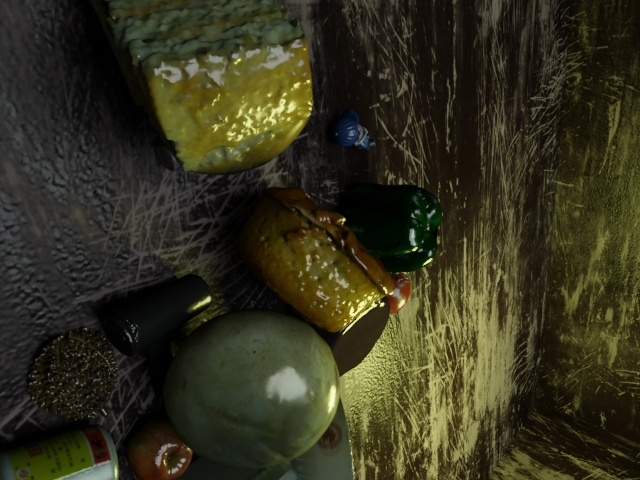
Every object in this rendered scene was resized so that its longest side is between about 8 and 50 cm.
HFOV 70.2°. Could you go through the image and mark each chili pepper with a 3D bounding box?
[{"bbox_3d":[0.187,-0.038,1.227,0.233,0.257,0.248,7,88,-44],"label":"chili pepper"}]

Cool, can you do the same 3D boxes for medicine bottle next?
[{"bbox_3d":[-0.464,0.401,0.744,0.225,0.139,0.139,-3,104,-46],"label":"medicine bottle"},{"bbox_3d":[-0.221,-0.204,0.889,0.199,0.058,0.057,-41,128,-32],"label":"medicine bottle"}]

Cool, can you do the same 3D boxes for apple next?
[{"bbox_3d":[-0.326,0.429,0.928,0.126,0.102,0.126,-10,103,-48],"label":"apple"}]

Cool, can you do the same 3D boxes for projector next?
[{"bbox_3d":[-0.206,0.569,1.024,0.250,0.198,0.108,-22,117,-40],"label":"projector"}]

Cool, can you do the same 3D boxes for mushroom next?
[{"bbox_3d":[-0.129,0.288,0.901,0.260,0.352,0.352,-95,166,-55],"label":"mushroom"}]

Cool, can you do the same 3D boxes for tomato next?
[{"bbox_3d":[0.186,0.142,1.361,0.167,0.167,0.167,-16,113,-43],"label":"tomato"}]

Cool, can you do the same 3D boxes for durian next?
[{"bbox_3d":[-0.410,0.250,0.794,0.148,0.091,0.188,-38,128,-36],"label":"durian"}]

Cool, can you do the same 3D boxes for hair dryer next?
[{"bbox_3d":[-0.312,0.204,0.894,0.197,0.089,0.251,-33,139,-51],"label":"hair dryer"}]

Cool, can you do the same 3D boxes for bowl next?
[{"bbox_3d":[-0.035,0.552,1.177,0.158,0.337,0.337,-1,104,-14],"label":"bowl"}]

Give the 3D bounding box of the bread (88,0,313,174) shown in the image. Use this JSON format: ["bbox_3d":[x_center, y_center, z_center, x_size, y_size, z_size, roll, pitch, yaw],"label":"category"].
[{"bbox_3d":[-0.199,-0.277,0.732,0.239,0.395,0.264,-26,146,-19],"label":"bread"}]

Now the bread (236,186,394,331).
[{"bbox_3d":[-0.017,0.045,0.963,0.337,0.358,0.204,37,85,-1],"label":"bread"}]

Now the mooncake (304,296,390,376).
[{"bbox_3d":[0.054,0.228,1.205,0.283,0.141,0.283,-36,146,-29],"label":"mooncake"}]

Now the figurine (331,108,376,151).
[{"bbox_3d":[0.086,-0.278,1.191,0.087,0.086,0.149,-39,155,19],"label":"figurine"}]
